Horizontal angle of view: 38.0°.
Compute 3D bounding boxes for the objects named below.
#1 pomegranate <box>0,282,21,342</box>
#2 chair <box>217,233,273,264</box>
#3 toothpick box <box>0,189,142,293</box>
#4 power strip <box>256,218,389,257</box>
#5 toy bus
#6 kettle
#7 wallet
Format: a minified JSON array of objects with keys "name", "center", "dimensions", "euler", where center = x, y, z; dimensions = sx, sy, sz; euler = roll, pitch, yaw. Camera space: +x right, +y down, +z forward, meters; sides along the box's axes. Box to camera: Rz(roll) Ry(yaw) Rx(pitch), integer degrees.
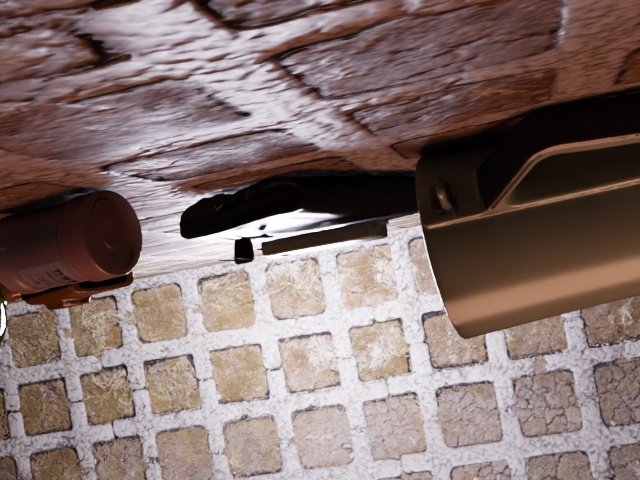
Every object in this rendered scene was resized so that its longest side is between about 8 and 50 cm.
[{"name":"pomegranate","center":[-0.512,0.089,1.362],"dimensions":[0.224,0.181,0.181],"euler":[-25,-178,-18]},{"name":"chair","center":[-0.103,0.012,1.281],"dimensions":[0.037,0.042,0.086],"euler":[-8,176,38]},{"name":"toothpick box","center":[-0.291,0.004,1.060],"dimensions":[0.149,0.098,0.098],"euler":[-11,177,29]},{"name":"power strip","center":[0.000,0.000,1.443],"dimensions":[0.227,0.029,0.080],"euler":[-10,177,24]},{"name":"toy bus","center":[-0.336,0.031,1.259],"dimensions":[0.098,0.114,0.201],"euler":[-7,176,-36]},{"name":"kettle","center":[0.316,-0.056,1.149],"dimensions":[0.376,0.250,0.361],"euler":[-14,147,17]},{"name":"wallet","center":[0.007,-0.053,1.380],"dimensions":[0.228,0.062,0.406],"euler":[-12,176,36]}]
